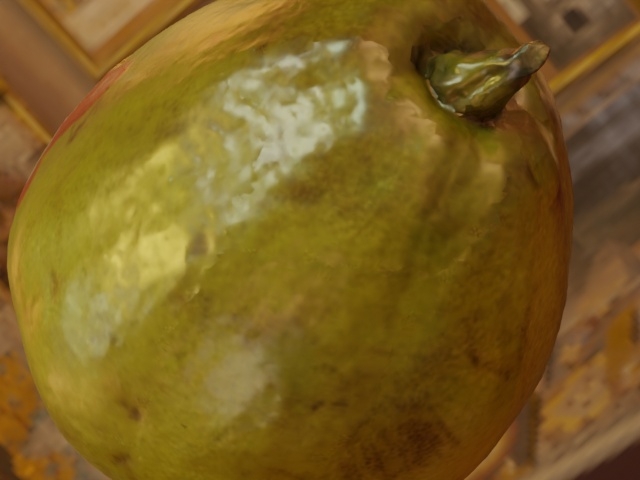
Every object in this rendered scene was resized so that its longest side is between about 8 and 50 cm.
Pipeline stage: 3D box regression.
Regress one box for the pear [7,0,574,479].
[{"bbox_3d":[0.000,0.000,0.867,0.375,0.287,0.287,-42,9,50],"label":"pear"}]
